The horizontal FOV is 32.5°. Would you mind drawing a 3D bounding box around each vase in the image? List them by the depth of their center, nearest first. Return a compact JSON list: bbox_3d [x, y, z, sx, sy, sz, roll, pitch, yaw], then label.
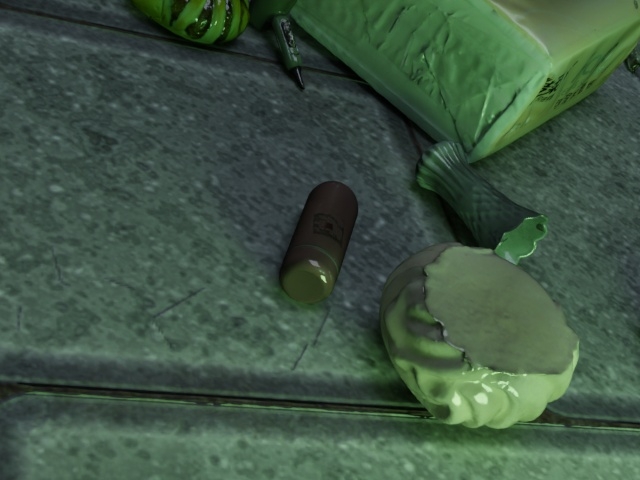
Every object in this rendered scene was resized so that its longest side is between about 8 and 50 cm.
[{"bbox_3d":[0.164,-0.043,1.167,0.081,0.081,0.149,-11,48,-40],"label":"vase"}]

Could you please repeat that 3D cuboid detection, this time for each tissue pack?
[{"bbox_3d":[0.211,-0.308,1.391,0.332,0.205,0.405,44,41,13],"label":"tissue pack"}]

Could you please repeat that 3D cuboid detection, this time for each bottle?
[{"bbox_3d":[0.000,0.000,1.031,0.053,0.053,0.140,25,38,-4],"label":"bottle"}]

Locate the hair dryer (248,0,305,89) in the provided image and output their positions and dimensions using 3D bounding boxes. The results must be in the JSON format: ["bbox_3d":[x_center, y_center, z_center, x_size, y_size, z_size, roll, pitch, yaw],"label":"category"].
[{"bbox_3d":[-0.040,-0.238,1.283,0.047,0.071,0.150,-6,67,-31],"label":"hair dryer"}]

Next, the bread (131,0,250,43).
[{"bbox_3d":[-0.147,-0.283,1.251,0.139,0.071,0.130,46,37,21],"label":"bread"}]

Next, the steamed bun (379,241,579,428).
[{"bbox_3d":[0.130,0.090,0.968,0.182,0.106,0.183,15,43,-14],"label":"steamed bun"}]

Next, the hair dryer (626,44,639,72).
[{"bbox_3d":[0.513,-0.362,1.765,0.229,0.092,0.267,-1,60,-40],"label":"hair dryer"}]
